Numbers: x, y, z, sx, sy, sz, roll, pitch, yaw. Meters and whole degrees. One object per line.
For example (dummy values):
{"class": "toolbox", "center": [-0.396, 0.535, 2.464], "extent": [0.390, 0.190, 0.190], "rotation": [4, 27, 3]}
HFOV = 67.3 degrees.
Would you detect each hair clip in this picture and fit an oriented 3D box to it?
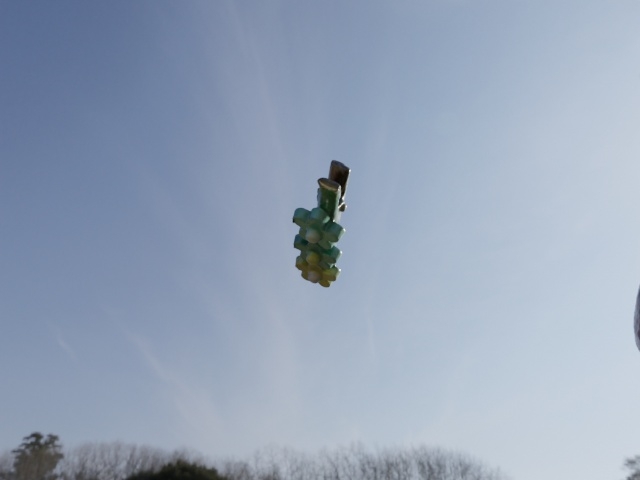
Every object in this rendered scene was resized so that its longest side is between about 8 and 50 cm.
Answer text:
{"class": "hair clip", "center": [-0.001, 0.000, 0.426], "extent": [0.049, 0.049, 0.173], "rotation": [1, -34, -2]}

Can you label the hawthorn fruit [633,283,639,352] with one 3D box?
{"class": "hawthorn fruit", "center": [0.618, 0.116, 0.741], "extent": [0.298, 0.277, 0.277], "rotation": [21, -36, -20]}
